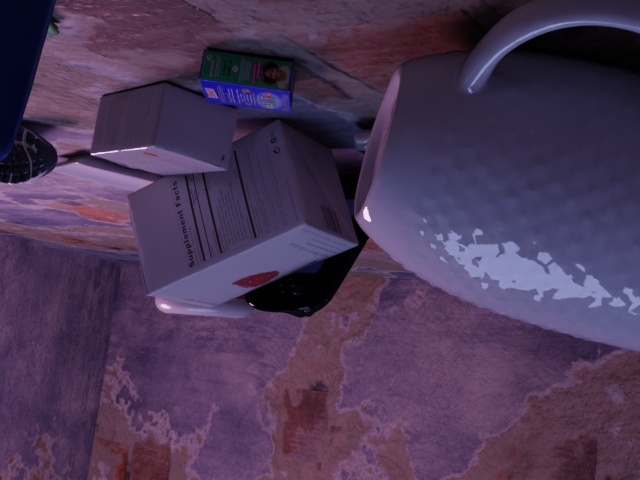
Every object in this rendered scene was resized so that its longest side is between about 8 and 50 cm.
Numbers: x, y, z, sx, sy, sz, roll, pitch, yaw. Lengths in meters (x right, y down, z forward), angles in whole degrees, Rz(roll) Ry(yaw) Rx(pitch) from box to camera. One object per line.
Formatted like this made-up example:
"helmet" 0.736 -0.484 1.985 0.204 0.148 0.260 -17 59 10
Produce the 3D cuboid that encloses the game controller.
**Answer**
"game controller" 0.000 0.000 1.501 0.166 0.319 0.067 8 139 32

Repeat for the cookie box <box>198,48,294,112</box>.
"cookie box" -0.086 -0.190 1.072 0.107 0.040 0.092 7 172 0

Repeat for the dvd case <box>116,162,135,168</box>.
"dvd case" -0.340 -0.151 1.682 0.119 0.013 0.087 4 171 28

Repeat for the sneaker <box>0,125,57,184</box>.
"sneaker" -0.564 -0.162 1.602 0.283 0.110 0.122 6 -170 30

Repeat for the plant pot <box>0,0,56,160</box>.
"plant pot" -0.341 -0.189 0.664 0.212 0.236 0.236 21 166 -39

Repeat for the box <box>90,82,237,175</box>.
"box" -0.224 -0.154 1.273 0.130 0.091 0.170 16 169 -43

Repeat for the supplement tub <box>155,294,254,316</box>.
"supplement tub" -0.213 0.008 1.708 0.191 0.272 0.191 3 174 0

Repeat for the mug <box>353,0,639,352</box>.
"mug" 0.224 -0.085 0.881 0.328 0.276 0.374 15 141 -4

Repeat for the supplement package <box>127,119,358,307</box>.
"supplement package" -0.122 -0.030 1.388 0.293 0.175 0.177 -24 160 23

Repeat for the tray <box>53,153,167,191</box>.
"tray" -0.397 -0.131 1.817 0.270 0.030 0.145 13 171 -38

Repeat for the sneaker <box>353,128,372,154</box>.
"sneaker" 0.117 -0.110 1.307 0.084 0.083 0.215 3 170 37

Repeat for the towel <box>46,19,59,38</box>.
"towel" -0.375 -0.224 0.970 0.152 0.023 0.113 -17 171 4
